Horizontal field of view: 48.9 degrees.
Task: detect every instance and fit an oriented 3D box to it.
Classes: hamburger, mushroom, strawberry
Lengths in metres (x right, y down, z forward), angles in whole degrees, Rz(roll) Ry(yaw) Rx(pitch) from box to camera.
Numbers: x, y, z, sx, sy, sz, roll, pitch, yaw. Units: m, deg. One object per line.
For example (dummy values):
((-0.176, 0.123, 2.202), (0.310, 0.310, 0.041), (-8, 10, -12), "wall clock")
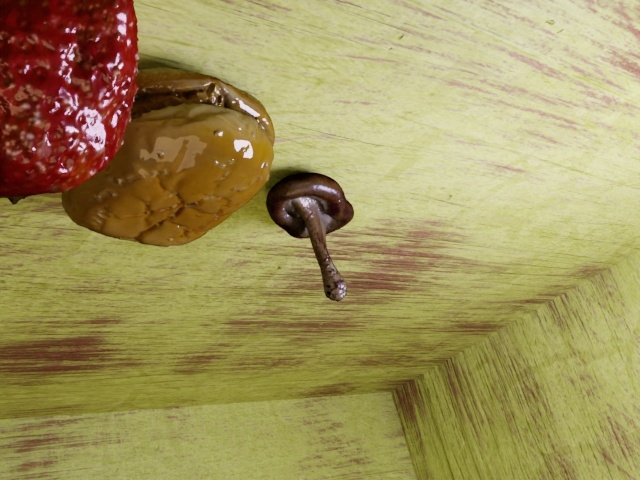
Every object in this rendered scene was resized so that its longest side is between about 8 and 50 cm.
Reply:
((-0.205, -0.109, 1.010), (0.319, 0.158, 0.318), (-14, 156, -6), "hamburger")
((0.000, 0.000, 1.265), (0.148, 0.217, 0.227), (-24, 153, 17), "mushroom")
((-0.296, -0.191, 0.717), (0.257, 0.257, 0.277), (14, 128, -46), "strawberry")
